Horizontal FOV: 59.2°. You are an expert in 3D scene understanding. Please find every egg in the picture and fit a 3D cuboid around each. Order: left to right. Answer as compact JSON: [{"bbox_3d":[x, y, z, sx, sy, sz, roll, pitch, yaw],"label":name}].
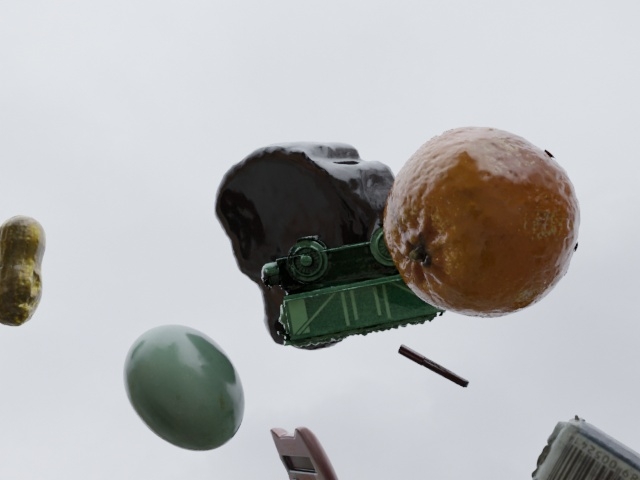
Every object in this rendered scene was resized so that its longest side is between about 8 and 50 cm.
[{"bbox_3d":[-0.220,0.237,0.919,0.231,0.168,0.168,41,-48,21],"label":"egg"}]

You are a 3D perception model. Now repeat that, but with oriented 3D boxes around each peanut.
[{"bbox_3d":[-0.543,0.053,1.012,0.087,0.206,0.087,-4,-19,-1],"label":"peanut"}]

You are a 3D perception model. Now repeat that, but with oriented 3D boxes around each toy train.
[{"bbox_3d":[0.054,0.058,0.826,0.270,0.115,0.154,-11,-88,-1],"label":"toy train"}]

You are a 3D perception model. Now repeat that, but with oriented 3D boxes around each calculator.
[{"bbox_3d":[-0.007,0.589,1.331,0.220,0.048,0.329,-31,-99,56],"label":"calculator"}]

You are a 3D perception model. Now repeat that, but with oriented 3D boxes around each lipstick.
[{"bbox_3d":[0.259,0.290,1.298,0.177,0.027,0.027,25,-44,29],"label":"lipstick"}]

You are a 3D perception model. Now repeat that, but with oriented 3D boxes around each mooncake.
[{"bbox_3d":[0.000,0.000,1.046,0.351,0.212,0.380,-5,-81,45],"label":"mooncake"}]

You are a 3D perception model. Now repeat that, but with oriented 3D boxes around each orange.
[{"bbox_3d":[0.150,-0.016,0.560,0.161,0.193,0.193,-6,-43,-33],"label":"orange"}]

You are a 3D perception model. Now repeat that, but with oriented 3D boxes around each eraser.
[{"bbox_3d":[0.494,0.414,0.848,0.102,0.332,0.154,26,-88,-41],"label":"eraser"}]
